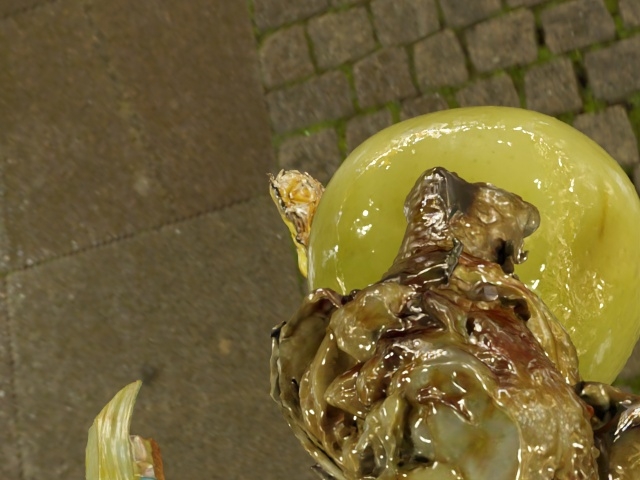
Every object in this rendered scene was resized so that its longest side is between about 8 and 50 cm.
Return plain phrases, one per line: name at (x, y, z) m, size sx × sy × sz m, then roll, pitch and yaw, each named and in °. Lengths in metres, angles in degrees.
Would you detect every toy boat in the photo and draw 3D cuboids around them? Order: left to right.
toy boat at (-0.172, 0.194, 1.168) m, size 0.066 × 0.065 × 0.172 m, roll 7°, pitch 38°, yaw -18°

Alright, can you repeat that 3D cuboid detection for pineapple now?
pineapple at (0.000, 0.000, 1.650) m, size 0.076 × 0.225 × 0.224 m, roll -22°, pitch 65°, yaw -4°

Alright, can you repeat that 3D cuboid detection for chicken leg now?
chicken leg at (0.044, 0.038, 0.445) m, size 0.125 × 0.080 × 0.196 m, roll 6°, pitch 27°, yaw -18°

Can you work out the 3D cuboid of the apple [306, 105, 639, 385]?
apple at (0.129, 0.022, 1.113) m, size 0.295 × 0.233 × 0.257 m, roll 4°, pitch 62°, yaw 16°
